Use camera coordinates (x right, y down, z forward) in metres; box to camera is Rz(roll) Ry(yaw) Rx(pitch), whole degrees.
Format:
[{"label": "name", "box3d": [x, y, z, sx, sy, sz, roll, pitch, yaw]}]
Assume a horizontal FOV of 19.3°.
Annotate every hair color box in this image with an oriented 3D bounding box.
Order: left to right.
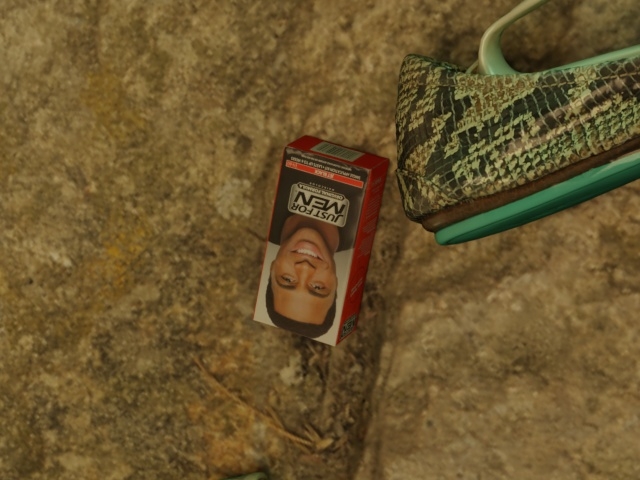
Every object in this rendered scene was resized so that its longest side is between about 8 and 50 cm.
[{"label": "hair color box", "box3d": [0.000, 0.000, 1.401, 0.072, 0.043, 0.141, 16, 110, 18]}]

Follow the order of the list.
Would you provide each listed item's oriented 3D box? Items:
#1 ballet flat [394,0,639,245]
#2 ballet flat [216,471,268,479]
[{"label": "ballet flat", "box3d": [0.257, -0.123, 1.206, 0.482, 0.164, 0.182, -11, 87, 28]}, {"label": "ballet flat", "box3d": [-0.011, 0.290, 1.469, 0.086, 0.086, 0.248, -32, 89, 27]}]
